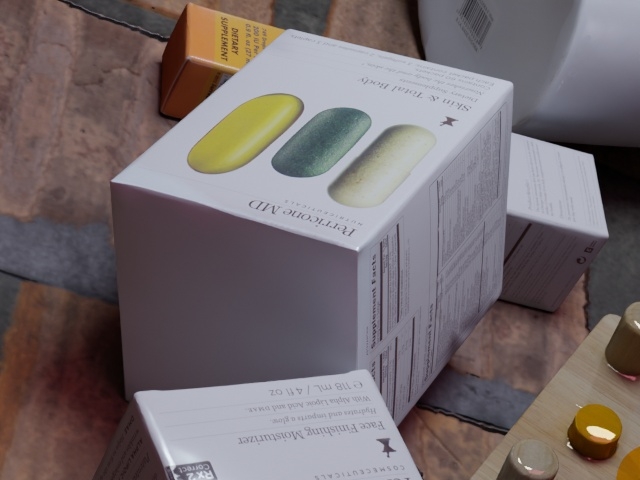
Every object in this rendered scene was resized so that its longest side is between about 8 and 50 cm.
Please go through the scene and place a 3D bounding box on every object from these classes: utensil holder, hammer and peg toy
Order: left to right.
[{"bbox_3d":[0.330,-0.242,1.807,0.385,0.327,0.327,2,48,-26],"label":"utensil holder"},{"bbox_3d":[0.307,0.219,1.412,0.361,0.127,0.266,32,47,14],"label":"hammer and peg toy"}]

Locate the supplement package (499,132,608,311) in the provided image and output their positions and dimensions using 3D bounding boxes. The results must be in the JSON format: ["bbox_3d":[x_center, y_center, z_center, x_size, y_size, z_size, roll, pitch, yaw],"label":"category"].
[{"bbox_3d":[0.138,-0.026,1.649,0.179,0.105,0.105,15,44,-17],"label":"supplement package"}]

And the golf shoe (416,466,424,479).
[{"bbox_3d":[0.061,0.202,1.401,0.198,0.077,0.094,42,42,12],"label":"golf shoe"}]

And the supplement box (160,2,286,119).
[{"bbox_3d":[-0.019,-0.131,1.688,0.233,0.080,0.078,15,45,-19],"label":"supplement box"}]

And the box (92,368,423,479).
[{"bbox_3d":[-0.052,0.190,1.270,0.181,0.182,0.119,-4,50,-32],"label":"box"}]

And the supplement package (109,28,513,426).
[{"bbox_3d":[0.000,0.000,1.433,0.199,0.198,0.263,16,36,23],"label":"supplement package"}]
